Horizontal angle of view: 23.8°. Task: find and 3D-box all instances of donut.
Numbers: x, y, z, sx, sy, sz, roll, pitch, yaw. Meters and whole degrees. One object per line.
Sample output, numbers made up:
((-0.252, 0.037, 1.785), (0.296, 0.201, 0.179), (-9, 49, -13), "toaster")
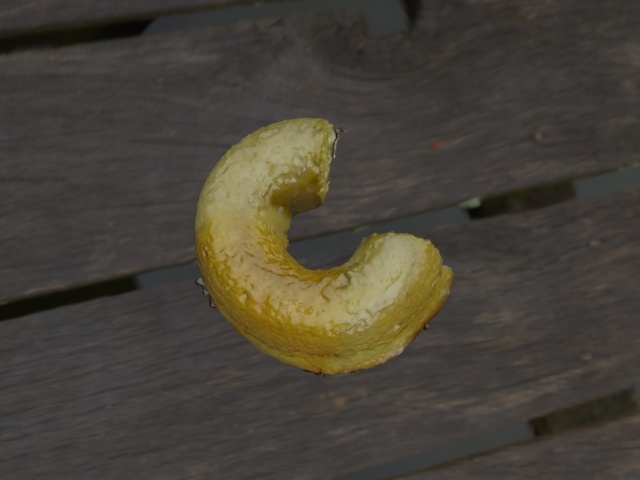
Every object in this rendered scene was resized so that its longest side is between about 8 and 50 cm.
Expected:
((-0.010, 0.005, 0.996), (0.146, 0.078, 0.181), (-36, 77, -4), "donut")
